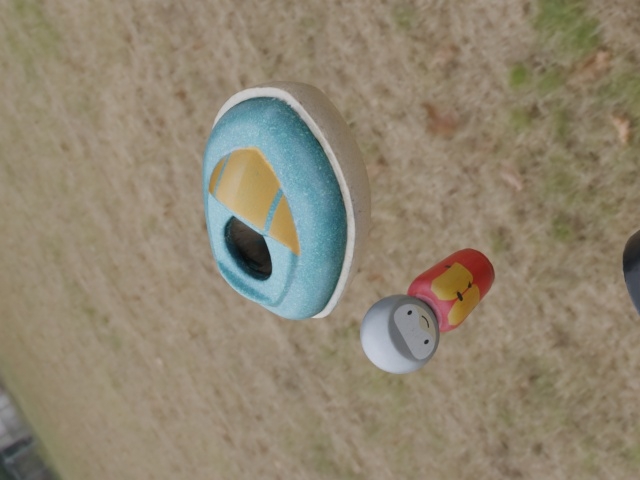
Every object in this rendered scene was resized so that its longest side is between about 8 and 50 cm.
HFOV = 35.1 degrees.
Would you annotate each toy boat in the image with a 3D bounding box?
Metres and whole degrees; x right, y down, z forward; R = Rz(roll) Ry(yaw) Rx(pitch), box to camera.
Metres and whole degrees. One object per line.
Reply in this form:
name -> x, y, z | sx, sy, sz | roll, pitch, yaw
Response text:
toy boat -> 0.000, 0.000, 0.939 | 0.318, 0.148, 0.267 | 31, 139, 29

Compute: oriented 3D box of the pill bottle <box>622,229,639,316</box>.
pill bottle -> 0.284, -0.012, 0.563 | 0.219, 0.123, 0.123 | -37, 85, 43
